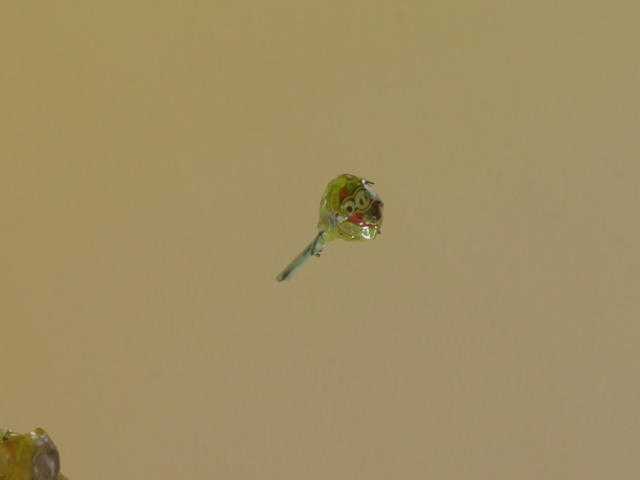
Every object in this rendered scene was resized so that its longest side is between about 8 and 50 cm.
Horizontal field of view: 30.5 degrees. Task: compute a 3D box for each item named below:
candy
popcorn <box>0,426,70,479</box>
[{"bbox_3d":[0.002,-0.002,1.394,0.073,0.262,0.077,3,-113,-22],"label":"candy"},{"bbox_3d":[-0.238,0.209,0.870,0.126,0.126,0.145,-9,-93,11],"label":"popcorn"}]
